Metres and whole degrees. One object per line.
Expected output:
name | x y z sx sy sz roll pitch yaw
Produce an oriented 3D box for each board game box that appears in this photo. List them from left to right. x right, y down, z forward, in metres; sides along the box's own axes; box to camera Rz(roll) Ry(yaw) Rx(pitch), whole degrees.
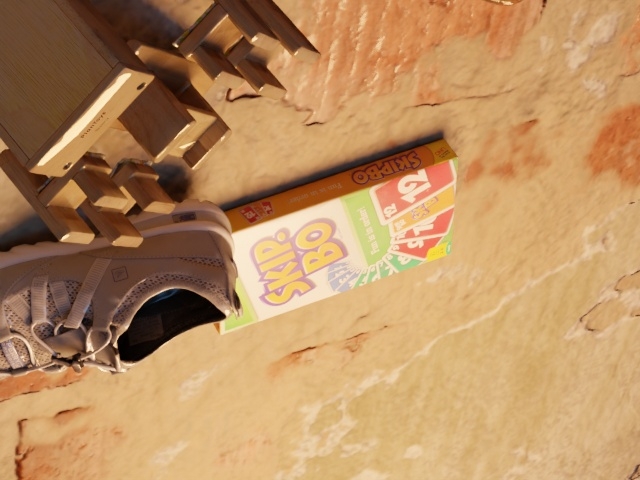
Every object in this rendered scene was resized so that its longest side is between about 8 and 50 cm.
board game box | 0.000 0.000 1.589 0.259 0.039 0.124 -17 137 -16

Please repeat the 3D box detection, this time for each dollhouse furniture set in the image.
dollhouse furniture set | -0.162 -0.129 1.291 0.212 0.161 0.242 -45 162 14

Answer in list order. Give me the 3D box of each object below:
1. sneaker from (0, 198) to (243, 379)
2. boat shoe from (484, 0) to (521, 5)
sneaker | -0.195 0.062 1.436 0.281 0.115 0.105 -24 141 1
boat shoe | 0.220 -0.306 1.376 0.324 0.122 0.120 -42 174 -3
